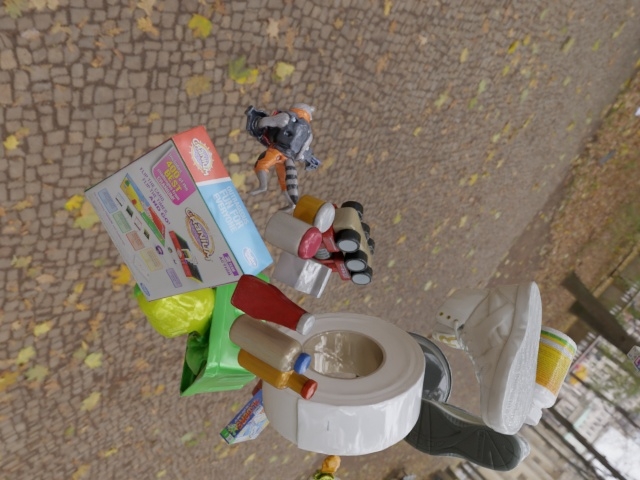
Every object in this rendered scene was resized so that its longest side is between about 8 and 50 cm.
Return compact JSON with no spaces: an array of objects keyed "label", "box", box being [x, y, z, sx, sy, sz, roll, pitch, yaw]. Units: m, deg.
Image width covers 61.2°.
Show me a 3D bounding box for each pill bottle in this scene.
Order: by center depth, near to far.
[{"label":"pill bottle","box":[0.587,0.367,1.474,0.245,0.136,0.136,-57,156,-19]}]

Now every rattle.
[{"label":"rattle","box":[0.013,0.805,1.708,0.143,0.130,0.199,-46,-177,38]}]

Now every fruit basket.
[{"label":"fruit basket","box":[-0.334,0.205,1.447,0.392,0.392,0.283,-23,166,-39]}]

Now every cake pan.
[{"label":"cake pan","box":[0.253,0.423,1.634,0.293,0.293,0.054,-48,174,1]}]

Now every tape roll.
[{"label":"tape roll","box":[0.037,0.238,0.950,0.286,0.286,0.100,-20,122,-42]}]

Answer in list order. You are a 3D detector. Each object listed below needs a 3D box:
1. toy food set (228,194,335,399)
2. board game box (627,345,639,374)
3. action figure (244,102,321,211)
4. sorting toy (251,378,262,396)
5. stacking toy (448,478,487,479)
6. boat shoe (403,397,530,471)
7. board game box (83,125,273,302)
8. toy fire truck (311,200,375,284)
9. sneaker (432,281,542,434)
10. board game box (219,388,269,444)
[{"label":"toy food set","box":[-0.026,0.066,0.628,0.232,0.105,0.111,-66,156,2]},{"label":"board game box","box":[0.655,0.256,0.985,0.103,0.154,0.026,-79,-171,-64]},{"label":"action figure","box":[-0.075,-0.253,1.620,0.341,0.179,0.330,21,78,-47]},{"label":"sorting toy","box":[-0.048,0.469,1.692,0.127,0.366,0.126,-3,104,-60]},{"label":"stacking toy","box":[0.176,0.379,0.596,0.052,0.221,0.167,-11,157,16]},{"label":"boat shoe","box":[0.312,0.442,1.252,0.103,0.321,0.118,19,78,-54]},{"label":"board game box","box":[-0.252,-0.027,0.918,0.317,0.242,0.064,-14,-163,43]},{"label":"toy fire truck","box":[0.000,0.000,1.361,0.217,0.247,0.158,66,25,-49]},{"label":"sneaker","box":[0.265,0.188,0.906,0.292,0.169,0.108,-57,130,-44]},{"label":"board game box","box":[-0.152,0.420,1.301,0.136,0.035,0.201,-48,161,-4]}]
